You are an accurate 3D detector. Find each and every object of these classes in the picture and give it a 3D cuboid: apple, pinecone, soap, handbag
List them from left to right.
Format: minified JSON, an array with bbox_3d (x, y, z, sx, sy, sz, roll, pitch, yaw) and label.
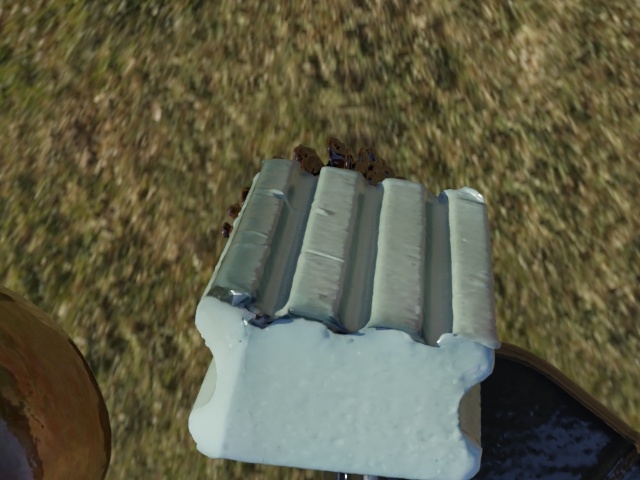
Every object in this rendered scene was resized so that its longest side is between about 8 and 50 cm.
[{"bbox_3d":[-0.133,0.076,0.553,0.102,0.126,0.126,38,108,22],"label":"apple"},{"bbox_3d":[-0.007,-0.005,1.380,0.165,0.163,0.163,-12,111,32],"label":"pinecone"},{"bbox_3d":[0.018,0.037,0.880,0.150,0.261,0.094,10,108,2],"label":"soap"},{"bbox_3d":[0.145,0.214,1.224,0.308,0.253,0.093,38,149,-6],"label":"handbag"}]
